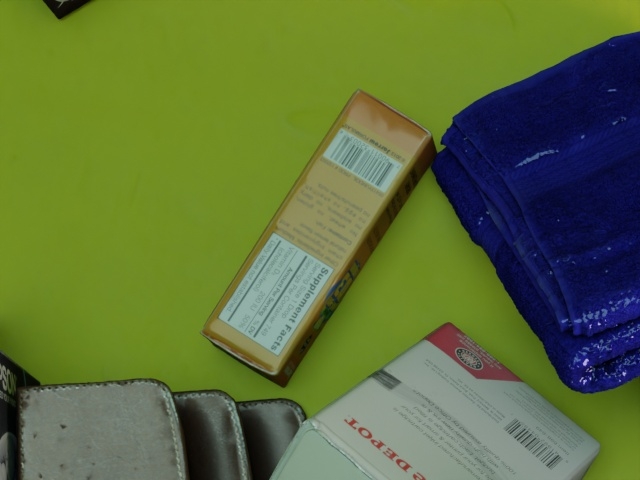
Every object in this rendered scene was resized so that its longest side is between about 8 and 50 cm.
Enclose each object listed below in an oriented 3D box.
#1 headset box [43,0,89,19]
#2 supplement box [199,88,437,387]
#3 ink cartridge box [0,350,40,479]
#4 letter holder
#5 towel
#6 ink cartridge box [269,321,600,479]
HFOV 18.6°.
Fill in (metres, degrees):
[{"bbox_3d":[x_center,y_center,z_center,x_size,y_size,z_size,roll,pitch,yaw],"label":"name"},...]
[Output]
[{"bbox_3d":[-0.161,-0.362,1.653,0.293,0.110,0.218,-30,74,1],"label":"headset box"},{"bbox_3d":[0.000,0.000,1.561,0.080,0.078,0.233,34,85,12],"label":"supplement box"},{"bbox_3d":[-0.252,0.139,1.501,0.045,0.206,0.208,-4,77,1],"label":"ink cartridge box"},{"bbox_3d":[-0.107,0.263,1.479,0.214,0.152,0.301,-4,76,6],"label":"letter holder"},{"bbox_3d":[0.222,-0.038,1.454,0.228,0.076,0.308,-28,38,2],"label":"towel"},{"bbox_3d":[0.084,0.171,1.433,0.158,0.218,0.092,39,122,15],"label":"ink cartridge box"}]
